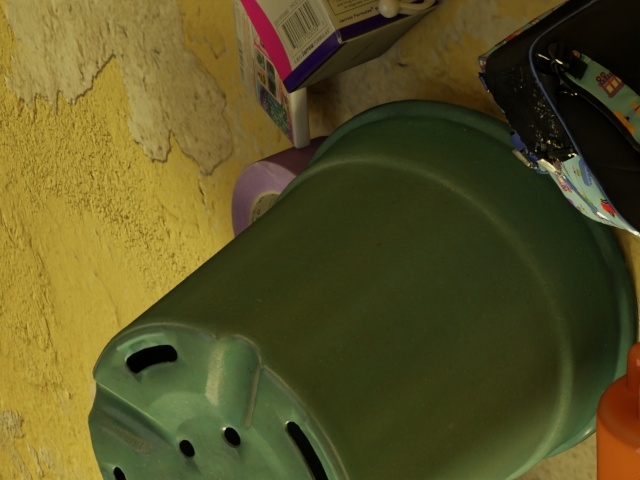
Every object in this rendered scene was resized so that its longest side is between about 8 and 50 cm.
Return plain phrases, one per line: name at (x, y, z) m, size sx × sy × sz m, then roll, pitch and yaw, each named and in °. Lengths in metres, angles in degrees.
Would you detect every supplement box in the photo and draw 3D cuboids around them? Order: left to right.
supplement box at (-0.014, -0.256, 1.288) m, size 0.220 × 0.114 × 0.111 m, roll 62°, pitch 149°, yaw 4°

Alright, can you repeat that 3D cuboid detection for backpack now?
backpack at (0.212, -0.086, 1.038) m, size 0.173 × 0.158 × 0.117 m, roll 58°, pitch 158°, yaw -9°

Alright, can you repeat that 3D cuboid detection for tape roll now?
tape roll at (0.000, 0.000, 1.468) m, size 0.189 × 0.080 × 0.189 m, roll 34°, pitch 135°, yaw 41°

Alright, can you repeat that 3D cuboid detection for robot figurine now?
robot figurine at (0.270, 0.181, 1.140) m, size 0.158 × 0.128 × 0.219 m, roll 26°, pitch 131°, yaw 46°

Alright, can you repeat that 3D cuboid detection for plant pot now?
plant pot at (0.020, 0.106, 1.190) m, size 0.341 × 0.334 × 0.341 m, roll 19°, pitch 125°, yaw 30°

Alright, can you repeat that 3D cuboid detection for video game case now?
video game case at (-0.049, -0.186, 1.434) m, size 0.143 × 0.019 × 0.157 m, roll -129°, pitch 28°, yaw -48°

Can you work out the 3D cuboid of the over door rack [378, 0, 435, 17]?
over door rack at (0.051, -0.349, 1.135) m, size 0.239 × 0.108 × 0.324 m, roll -23°, pitch 90°, yaw 58°
